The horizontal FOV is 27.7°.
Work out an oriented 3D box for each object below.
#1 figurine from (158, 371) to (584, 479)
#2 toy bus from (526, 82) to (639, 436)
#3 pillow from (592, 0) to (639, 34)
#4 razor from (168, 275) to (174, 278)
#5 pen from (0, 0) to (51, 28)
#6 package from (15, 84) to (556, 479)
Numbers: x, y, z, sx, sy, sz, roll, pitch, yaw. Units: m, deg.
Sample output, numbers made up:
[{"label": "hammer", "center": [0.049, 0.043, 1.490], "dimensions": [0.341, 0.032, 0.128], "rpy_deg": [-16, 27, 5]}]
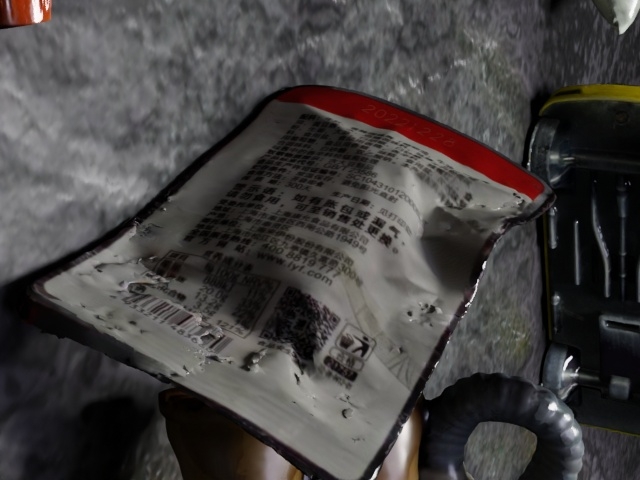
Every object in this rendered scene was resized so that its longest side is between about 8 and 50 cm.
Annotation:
[{"label": "figurine", "center": [-0.014, 0.252, 0.565], "dimensions": [0.186, 0.261, 0.382], "rpy_deg": [167, -80, -80]}, {"label": "toy bus", "center": [0.270, 0.009, 1.099], "dimensions": [0.152, 0.144, 0.330], "rpy_deg": [-49, 139, -47]}, {"label": "pillow", "center": [0.258, -0.287, 1.071], "dimensions": [0.254, 0.078, 0.144], "rpy_deg": [-50, 130, -46]}, {"label": "razor", "center": [-0.015, -0.007, 0.641], "dimensions": [0.211, 0.084, 0.036], "rpy_deg": [-57, 162, -57]}, {"label": "pen", "center": [-0.109, -0.191, 0.433], "dimensions": [0.028, 0.028, 0.239], "rpy_deg": [-27, 120, -58]}, {"label": "package", "center": [0.000, 0.000, 0.563], "dimensions": [0.239, 0.154, 0.030], "rpy_deg": [-48, 158, -46]}]
